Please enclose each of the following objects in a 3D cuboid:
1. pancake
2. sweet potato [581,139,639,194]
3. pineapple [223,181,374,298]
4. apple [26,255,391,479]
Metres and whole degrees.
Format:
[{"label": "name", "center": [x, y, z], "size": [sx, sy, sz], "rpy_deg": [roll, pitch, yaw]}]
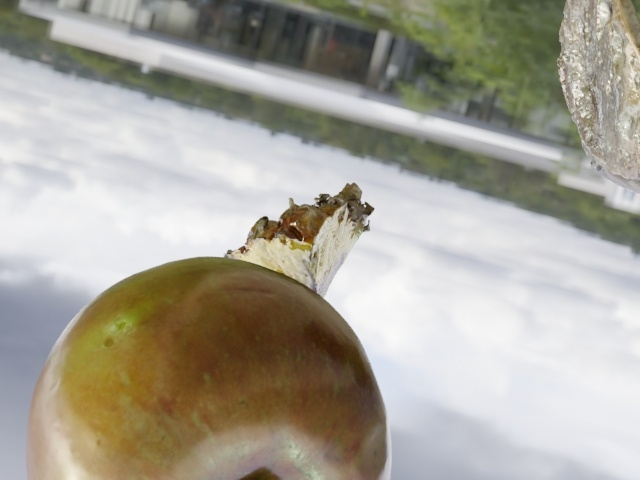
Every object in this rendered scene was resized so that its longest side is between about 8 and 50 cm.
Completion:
[{"label": "pancake", "center": [0.181, -0.106, 0.913], "size": [0.022, 0.139, 0.139], "rpy_deg": [-8, -171, -8]}, {"label": "sweet potato", "center": [0.331, -0.052, 1.223], "size": [0.273, 0.075, 0.075], "rpy_deg": [20, -177, -23]}, {"label": "pineapple", "center": [0.000, 0.000, 1.013], "size": [0.077, 0.114, 0.114], "rpy_deg": [51, 149, 0]}, {"label": "apple", "center": [-0.067, 0.124, 0.868], "size": [0.237, 0.237, 0.207], "rpy_deg": [12, -172, -25]}]
